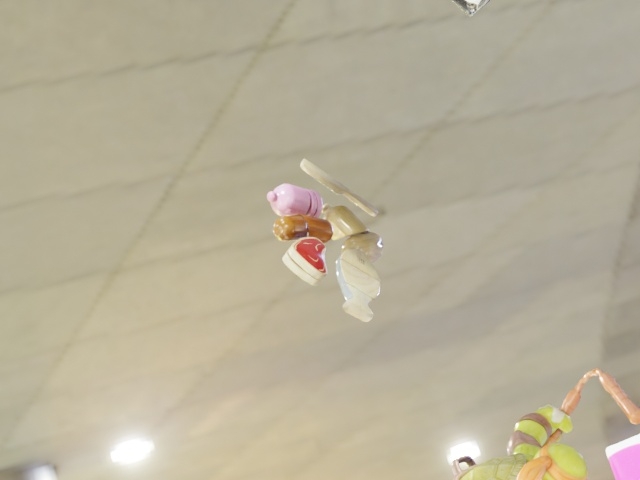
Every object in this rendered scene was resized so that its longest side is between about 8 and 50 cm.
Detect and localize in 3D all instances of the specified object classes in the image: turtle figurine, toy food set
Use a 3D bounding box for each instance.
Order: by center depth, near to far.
[{"bbox_3d":[0.000,0.000,1.044,0.019,0.078,0.122,-50,-169,25],"label":"toy food set"},{"bbox_3d":[0.105,0.198,1.216,0.217,0.087,0.269,-43,-164,33],"label":"turtle figurine"}]

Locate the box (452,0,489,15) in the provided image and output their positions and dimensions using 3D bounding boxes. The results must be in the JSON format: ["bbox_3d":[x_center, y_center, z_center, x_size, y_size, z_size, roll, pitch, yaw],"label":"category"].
[{"bbox_3d":[0.012,-0.265,0.969,0.076,0.307,0.242,-49,180,23],"label":"box"}]

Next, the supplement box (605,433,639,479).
[{"bbox_3d":[0.244,0.151,0.975,0.114,0.111,0.220,-24,159,15],"label":"supplement box"}]
